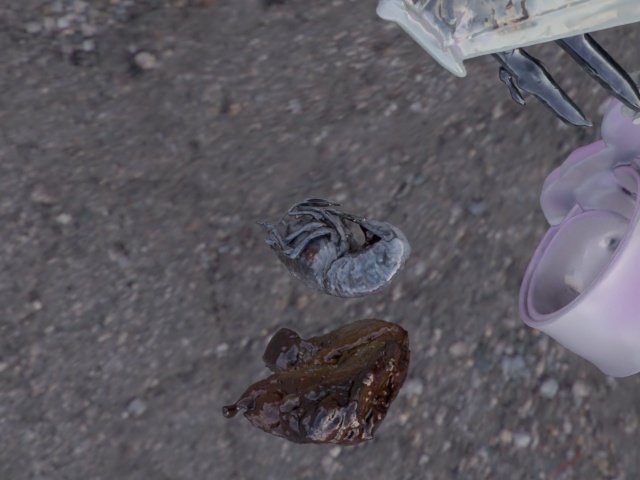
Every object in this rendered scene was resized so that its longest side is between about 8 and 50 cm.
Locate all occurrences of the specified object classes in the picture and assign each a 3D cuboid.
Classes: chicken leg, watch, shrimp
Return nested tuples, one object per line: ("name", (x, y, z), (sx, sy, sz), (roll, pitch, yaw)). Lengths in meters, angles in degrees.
("chicken leg", (0.003, 0.134, 1.352), (0.177, 0.322, 0.083), (-12, 100, 11))
("watch", (0.310, 0.007, 1.330), (0.211, 0.217, 0.248), (32, 136, -15))
("shrimp", (0.000, 0.000, 0.996), (0.165, 0.056, 0.065), (29, 83, 48))

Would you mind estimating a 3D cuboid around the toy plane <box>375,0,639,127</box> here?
("toy plane", (0.086, -0.089, 0.391), (0.234, 0.082, 0.160), (45, 68, -33))

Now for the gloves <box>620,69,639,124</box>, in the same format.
("gloves", (0.230, -0.114, 0.960), (0.037, 0.044, 0.081), (39, 126, 11))
